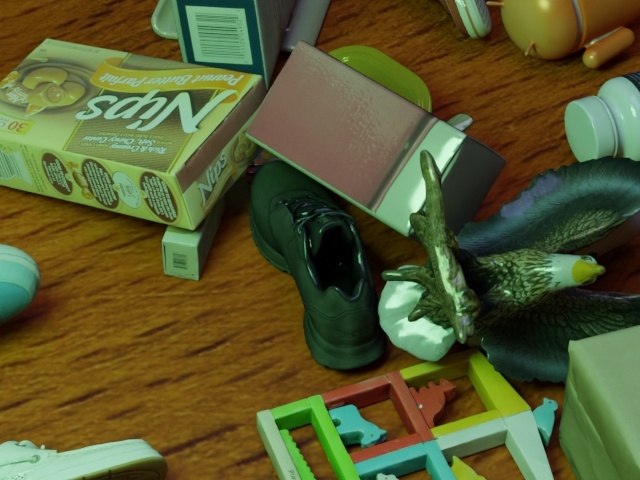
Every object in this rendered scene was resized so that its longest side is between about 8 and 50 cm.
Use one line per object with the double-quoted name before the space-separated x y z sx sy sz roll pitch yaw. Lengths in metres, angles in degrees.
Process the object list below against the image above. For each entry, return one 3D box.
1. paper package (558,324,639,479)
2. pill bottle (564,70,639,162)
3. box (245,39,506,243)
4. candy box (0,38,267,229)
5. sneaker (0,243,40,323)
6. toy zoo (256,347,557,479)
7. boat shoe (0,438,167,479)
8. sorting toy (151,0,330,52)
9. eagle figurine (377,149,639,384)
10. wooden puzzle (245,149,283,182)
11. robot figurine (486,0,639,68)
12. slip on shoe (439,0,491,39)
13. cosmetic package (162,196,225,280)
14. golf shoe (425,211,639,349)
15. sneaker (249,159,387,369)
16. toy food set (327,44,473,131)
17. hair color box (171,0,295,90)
"paper package" 0.427 0.216 1.626 0.325 0.168 0.309 -12 50 -11
"pill bottle" 0.390 -0.148 1.993 0.194 0.108 0.108 -16 50 -16
"box" 0.061 -0.101 1.863 0.232 0.149 0.126 32 95 24
"candy box" -0.231 -0.126 1.924 0.316 0.087 0.183 14 48 29
"sneaker" -0.414 0.136 1.709 0.319 0.127 0.208 -22 50 -8
"toy zoo" 0.105 0.212 1.712 0.293 0.030 0.192 -16 50 -15
"boat shoe" -0.289 0.234 1.637 0.277 0.098 0.096 -16 51 -13
"sorting toy" -0.093 -0.320 2.182 0.208 0.038 0.193 11 48 8
"eagle figurine" 0.228 0.037 1.723 0.298 0.226 0.225 -2 28 -38
"wooden puzzle" -0.064 -0.098 2.003 0.049 0.006 0.083 -3 48 -4
"robot figurine" 0.315 -0.304 2.120 0.219 0.158 0.128 -27 25 -23
"slip on shoe" 0.114 -0.366 2.196 0.101 0.123 0.331 -40 59 7
"cosmetic package" -0.141 -0.018 1.895 0.041 0.060 0.115 10 47 8
"golf shoe" 0.247 0.031 1.851 0.273 0.105 0.120 -19 69 -12
"sneaker" 0.000 0.000 1.836 0.109 0.130 0.286 -18 50 -15
"toy food set" 0.073 -0.139 2.012 0.128 0.071 0.218 -47 59 -7
"hair color box" -0.086 -0.362 2.081 0.105 0.174 0.347 5 47 11
